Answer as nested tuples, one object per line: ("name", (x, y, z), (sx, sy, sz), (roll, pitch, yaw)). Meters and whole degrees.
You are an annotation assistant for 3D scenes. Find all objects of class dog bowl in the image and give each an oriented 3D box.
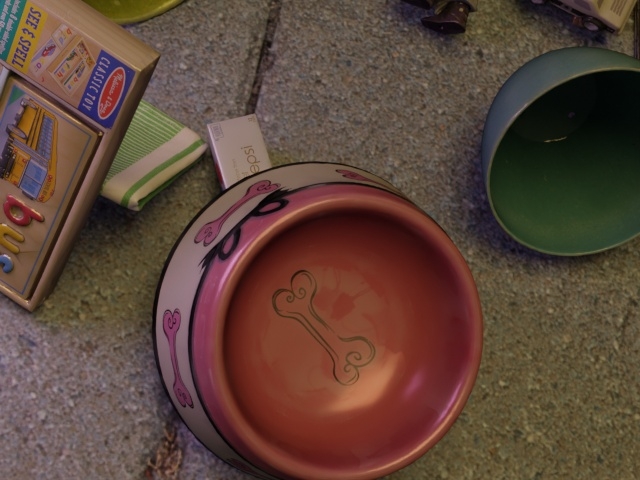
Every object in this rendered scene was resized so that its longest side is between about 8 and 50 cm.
("dog bowl", (0.013, 0.109, 1.337), (0.408, 0.150, 0.408), (-1, 94, -19))

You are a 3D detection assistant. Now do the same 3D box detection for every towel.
("towel", (-0.320, -0.168, 1.426), (0.325, 0.038, 0.248), (35, 28, 1))

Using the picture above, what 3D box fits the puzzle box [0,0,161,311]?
("puzzle box", (-0.373, -0.126, 1.288), (0.272, 0.409, 0.052), (33, 38, 0))

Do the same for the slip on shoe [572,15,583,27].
("slip on shoe", (0.409, -0.394, 1.745), (0.041, 0.051, 0.135), (0, 76, -1))

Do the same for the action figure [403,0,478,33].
("action figure", (0.222, -0.455, 1.660), (0.185, 0.099, 0.285), (41, 75, -44))

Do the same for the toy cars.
("toy cars", (0.430, -0.294, 1.660), (0.176, 0.087, 0.393), (-22, 84, -6))

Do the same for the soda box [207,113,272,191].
("soda box", (-0.090, -0.056, 1.468), (0.069, 0.074, 0.216), (-13, 64, -9))

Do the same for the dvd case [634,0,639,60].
("dvd case", (0.604, -0.317, 1.776), (0.221, 0.018, 0.164), (10, 67, -9))

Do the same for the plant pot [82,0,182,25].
("plant pot", (-0.290, -0.479, 1.517), (0.276, 0.276, 0.254), (-31, 68, -21))

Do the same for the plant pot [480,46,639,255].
("plant pot", (0.346, -0.151, 1.545), (0.290, 0.290, 0.195), (3, 34, -12))
